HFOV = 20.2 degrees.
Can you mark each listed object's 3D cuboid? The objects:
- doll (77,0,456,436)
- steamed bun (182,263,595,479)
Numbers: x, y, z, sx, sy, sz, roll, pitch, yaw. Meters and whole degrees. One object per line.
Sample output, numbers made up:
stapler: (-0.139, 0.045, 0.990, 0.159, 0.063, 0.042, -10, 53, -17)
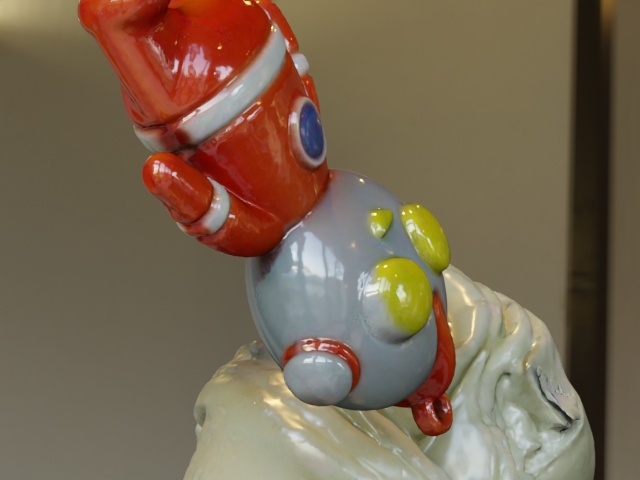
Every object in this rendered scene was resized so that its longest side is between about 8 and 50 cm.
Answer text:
doll: (-0.011, -0.020, 0.990, 0.105, 0.200, 0.336, -19, -66, 27)
steamed bun: (0.037, 0.129, 1.208, 0.275, 0.206, 0.320, -17, 5, 12)
